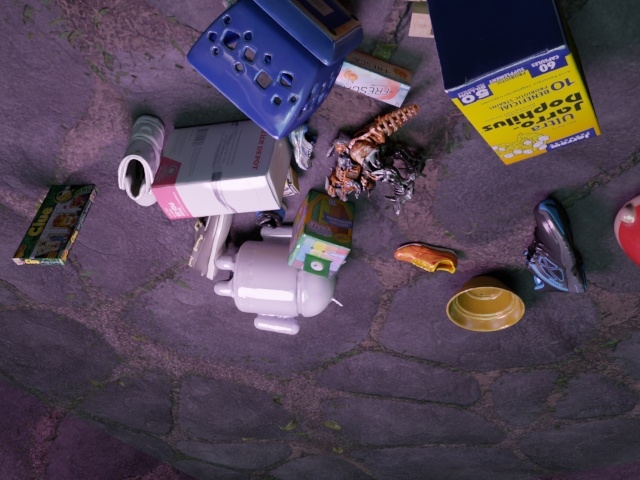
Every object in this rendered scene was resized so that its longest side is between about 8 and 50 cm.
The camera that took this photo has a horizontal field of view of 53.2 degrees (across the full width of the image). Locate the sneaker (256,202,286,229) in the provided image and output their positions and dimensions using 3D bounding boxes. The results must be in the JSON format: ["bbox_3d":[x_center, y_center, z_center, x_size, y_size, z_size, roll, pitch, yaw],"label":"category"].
[{"bbox_3d":[-0.157,-0.087,1.664,0.152,0.085,0.058,36,133,-28],"label":"sneaker"}]

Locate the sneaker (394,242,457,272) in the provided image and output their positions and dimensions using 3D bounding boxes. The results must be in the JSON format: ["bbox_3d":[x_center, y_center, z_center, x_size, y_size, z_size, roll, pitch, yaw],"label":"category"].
[{"bbox_3d":[0.291,0.050,1.758,0.175,0.067,0.064,7,141,5],"label":"sneaker"}]

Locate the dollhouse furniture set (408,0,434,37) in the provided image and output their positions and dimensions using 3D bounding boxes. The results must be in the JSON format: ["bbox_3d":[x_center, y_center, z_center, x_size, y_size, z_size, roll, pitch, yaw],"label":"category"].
[{"bbox_3d":[0.181,-0.475,1.158,0.128,0.129,0.184,6,169,4],"label":"dollhouse furniture set"}]

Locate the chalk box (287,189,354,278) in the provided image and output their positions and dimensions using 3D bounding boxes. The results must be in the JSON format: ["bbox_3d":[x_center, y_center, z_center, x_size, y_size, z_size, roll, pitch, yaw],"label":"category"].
[{"bbox_3d":[0.000,0.000,1.634,0.132,0.213,0.132,18,135,-12],"label":"chalk box"}]

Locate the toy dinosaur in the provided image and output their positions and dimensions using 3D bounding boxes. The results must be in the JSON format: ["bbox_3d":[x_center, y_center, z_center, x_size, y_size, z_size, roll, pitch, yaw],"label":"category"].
[{"bbox_3d":[0.128,-0.182,1.468,0.218,0.164,0.322,34,157,-5],"label":"toy dinosaur"}]

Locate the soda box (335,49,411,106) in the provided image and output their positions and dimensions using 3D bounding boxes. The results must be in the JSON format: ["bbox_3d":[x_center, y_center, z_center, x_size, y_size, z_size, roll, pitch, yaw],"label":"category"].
[{"bbox_3d":[0.098,-0.346,1.336,0.183,0.063,0.058,18,136,-10],"label":"soda box"}]

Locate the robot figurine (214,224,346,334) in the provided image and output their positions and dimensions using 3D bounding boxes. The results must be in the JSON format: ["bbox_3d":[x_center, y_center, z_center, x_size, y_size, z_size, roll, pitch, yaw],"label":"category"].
[{"bbox_3d":[-0.109,0.106,1.761,0.353,0.300,0.200,3,-177,7],"label":"robot figurine"}]

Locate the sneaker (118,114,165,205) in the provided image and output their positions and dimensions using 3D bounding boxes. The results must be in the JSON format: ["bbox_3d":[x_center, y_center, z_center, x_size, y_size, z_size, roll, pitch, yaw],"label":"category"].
[{"bbox_3d":[-0.453,-0.149,1.583,0.108,0.169,0.292,12,141,-6],"label":"sneaker"}]

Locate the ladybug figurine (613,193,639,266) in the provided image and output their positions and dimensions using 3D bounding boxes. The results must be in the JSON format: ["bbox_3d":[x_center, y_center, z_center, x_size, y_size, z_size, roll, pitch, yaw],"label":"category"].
[{"bbox_3d":[0.922,0.011,1.527,0.449,0.162,0.305,14,139,-5],"label":"ladybug figurine"}]

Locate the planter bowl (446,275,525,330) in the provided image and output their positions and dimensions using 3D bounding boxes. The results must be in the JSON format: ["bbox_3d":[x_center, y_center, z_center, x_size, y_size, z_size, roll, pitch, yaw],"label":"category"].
[{"bbox_3d":[0.472,0.166,1.840,0.217,0.090,0.217,4,139,4],"label":"planter bowl"}]

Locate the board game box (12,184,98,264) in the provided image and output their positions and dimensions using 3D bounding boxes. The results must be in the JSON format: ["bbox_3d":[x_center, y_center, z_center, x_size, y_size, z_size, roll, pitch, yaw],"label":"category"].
[{"bbox_3d":[-0.689,-0.045,1.673,0.136,0.260,0.030,-2,139,12],"label":"board game box"}]

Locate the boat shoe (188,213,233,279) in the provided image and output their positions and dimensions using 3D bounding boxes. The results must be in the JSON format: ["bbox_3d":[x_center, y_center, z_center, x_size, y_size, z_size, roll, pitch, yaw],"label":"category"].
[{"bbox_3d":[-0.304,-0.016,1.753,0.091,0.109,0.305,24,133,4],"label":"boat shoe"}]

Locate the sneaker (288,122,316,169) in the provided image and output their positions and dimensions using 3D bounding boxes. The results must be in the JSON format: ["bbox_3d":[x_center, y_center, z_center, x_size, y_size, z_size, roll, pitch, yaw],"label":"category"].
[{"bbox_3d":[-0.035,-0.222,1.514,0.058,0.052,0.135,-8,137,13],"label":"sneaker"}]

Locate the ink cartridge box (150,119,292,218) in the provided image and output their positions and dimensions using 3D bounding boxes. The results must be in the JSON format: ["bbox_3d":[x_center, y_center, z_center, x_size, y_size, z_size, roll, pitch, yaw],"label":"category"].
[{"bbox_3d":[-0.222,-0.168,1.488,0.283,0.207,0.117,-4,139,15],"label":"ink cartridge box"}]

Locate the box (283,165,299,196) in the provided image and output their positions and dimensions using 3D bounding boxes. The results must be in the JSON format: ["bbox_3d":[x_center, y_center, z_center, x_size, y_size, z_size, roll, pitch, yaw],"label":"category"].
[{"bbox_3d":[-0.175,-0.133,1.590,0.232,0.058,0.087,-9,168,8],"label":"box"}]

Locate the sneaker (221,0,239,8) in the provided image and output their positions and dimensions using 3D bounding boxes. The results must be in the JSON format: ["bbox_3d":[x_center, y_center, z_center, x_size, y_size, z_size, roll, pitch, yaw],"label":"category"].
[{"bbox_3d":[-0.153,-0.509,1.194,0.074,0.063,0.170,28,141,-30],"label":"sneaker"}]

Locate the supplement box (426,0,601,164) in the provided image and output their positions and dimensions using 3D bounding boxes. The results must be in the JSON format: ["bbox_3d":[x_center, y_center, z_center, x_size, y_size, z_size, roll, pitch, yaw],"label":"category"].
[{"bbox_3d":[0.356,-0.305,1.142,0.194,0.195,0.356,-17,159,27],"label":"supplement box"}]

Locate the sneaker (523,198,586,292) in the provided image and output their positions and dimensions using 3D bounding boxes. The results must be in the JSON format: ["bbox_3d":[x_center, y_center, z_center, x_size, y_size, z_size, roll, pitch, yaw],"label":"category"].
[{"bbox_3d":[0.587,0.033,1.643,0.139,0.125,0.341,-10,134,27],"label":"sneaker"}]

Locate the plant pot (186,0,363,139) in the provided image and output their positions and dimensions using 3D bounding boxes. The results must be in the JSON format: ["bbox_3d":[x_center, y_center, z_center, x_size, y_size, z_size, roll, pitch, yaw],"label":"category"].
[{"bbox_3d":[-0.067,-0.364,1.186,0.236,0.236,0.212,41,125,-3],"label":"plant pot"}]
